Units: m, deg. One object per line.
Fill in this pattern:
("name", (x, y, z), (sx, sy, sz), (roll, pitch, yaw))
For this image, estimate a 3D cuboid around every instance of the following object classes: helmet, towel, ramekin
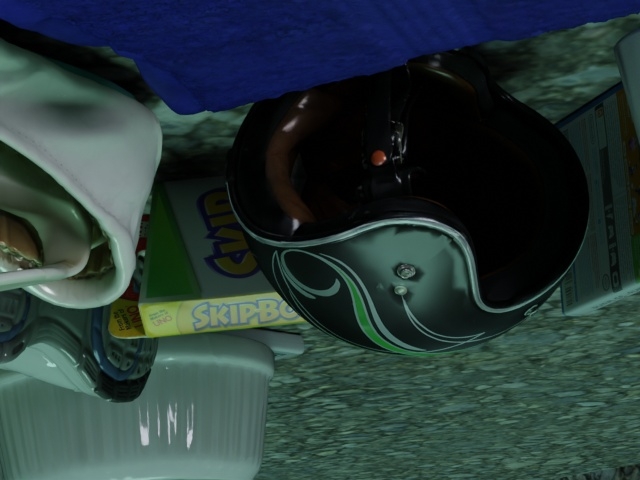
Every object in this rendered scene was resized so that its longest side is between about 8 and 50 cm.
("helmet", (0.049, -0.017, 0.789), (0.169, 0.169, 0.161), (-14, 146, 31))
("towel", (0.045, -0.129, 0.552), (0.308, 0.076, 0.227), (-11, 170, 15))
("ramekin", (-0.175, 0.173, 1.386), (0.273, 0.127, 0.273), (-4, 165, -1))

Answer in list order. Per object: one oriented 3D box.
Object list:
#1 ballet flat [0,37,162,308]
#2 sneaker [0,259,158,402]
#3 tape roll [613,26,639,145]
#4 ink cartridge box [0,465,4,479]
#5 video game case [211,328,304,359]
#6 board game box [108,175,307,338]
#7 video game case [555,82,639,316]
("ballet flat", (-0.197, -0.046, 0.664), (0.139, 0.139, 0.400), (-12, 163, 26))
("sneaker", (-0.223, 0.049, 1.103), (0.129, 0.111, 0.297), (5, 167, 31))
("tape roll", (0.266, -0.038, 0.645), (0.246, 0.169, 0.246), (-14, 179, 0))
("ink cartridge box", (-0.346, 0.263, 1.595), (0.283, 0.207, 0.117), (7, 160, -38))
("video game case", (-0.141, 0.107, 1.443), (0.173, 0.022, 0.190), (-17, 161, 37))
("board game box", (0.000, 0.000, 0.920), (0.259, 0.124, 0.039), (-8, 127, 5))
("video game case", (0.180, -0.033, 0.842), (0.015, 0.119, 0.166), (5, 162, -22))
